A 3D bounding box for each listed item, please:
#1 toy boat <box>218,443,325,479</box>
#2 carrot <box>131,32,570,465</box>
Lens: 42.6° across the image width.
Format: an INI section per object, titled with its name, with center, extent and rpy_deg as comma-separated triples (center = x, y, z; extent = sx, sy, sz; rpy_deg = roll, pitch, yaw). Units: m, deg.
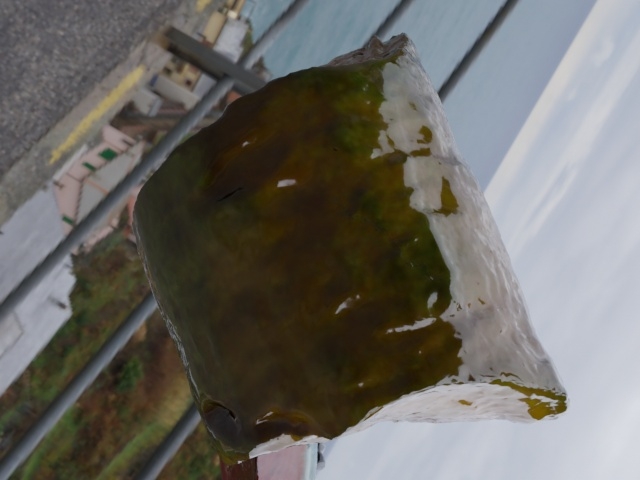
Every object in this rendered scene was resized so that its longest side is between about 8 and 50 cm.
[toy boat]
center = -0.026, 0.186, 0.832
extent = 0.133, 0.145, 0.331
rpy_deg = -10, 127, -23
[carrot]
center = 0.000, 0.000, 0.573
extent = 0.242, 0.340, 0.241
rpy_deg = -20, 160, -7
